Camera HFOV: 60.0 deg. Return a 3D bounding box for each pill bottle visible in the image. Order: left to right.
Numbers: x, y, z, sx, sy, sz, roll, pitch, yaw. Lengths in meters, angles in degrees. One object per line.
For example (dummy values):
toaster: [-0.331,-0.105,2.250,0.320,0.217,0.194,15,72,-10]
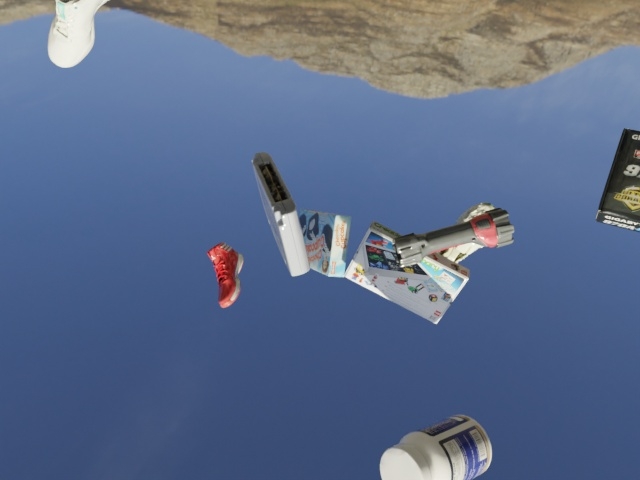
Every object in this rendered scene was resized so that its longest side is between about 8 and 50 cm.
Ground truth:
pill bottle: [0.274,0.517,1.316,0.265,0.153,0.153,-1,-143,-42]

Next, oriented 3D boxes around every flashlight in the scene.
flashlight: [0.343,-0.001,1.450,0.304,0.103,0.103,-16,-164,0]

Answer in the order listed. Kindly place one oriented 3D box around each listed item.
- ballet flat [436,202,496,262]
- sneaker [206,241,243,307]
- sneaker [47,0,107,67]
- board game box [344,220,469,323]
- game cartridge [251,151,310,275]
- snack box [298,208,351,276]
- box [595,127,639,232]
ballet flat: [0.502,0.010,1.938,0.147,0.409,0.147,3,-111,-8]
sneaker: [-0.317,0.098,1.741,0.087,0.128,0.221,-30,-142,23]
sneaker: [-0.423,-0.387,0.943,0.080,0.212,0.094,37,-155,-8]
board game box: [0.242,0.094,1.586,0.305,0.193,0.053,28,-145,3]
game cartridge: [-0.093,-0.059,1.294,0.060,0.196,0.294,-15,-142,-10]
snack box: [0.000,0.000,1.803,0.060,0.187,0.322,5,-175,-23]
box: [0.619,-0.089,0.962,0.220,0.051,0.175,18,-103,24]
